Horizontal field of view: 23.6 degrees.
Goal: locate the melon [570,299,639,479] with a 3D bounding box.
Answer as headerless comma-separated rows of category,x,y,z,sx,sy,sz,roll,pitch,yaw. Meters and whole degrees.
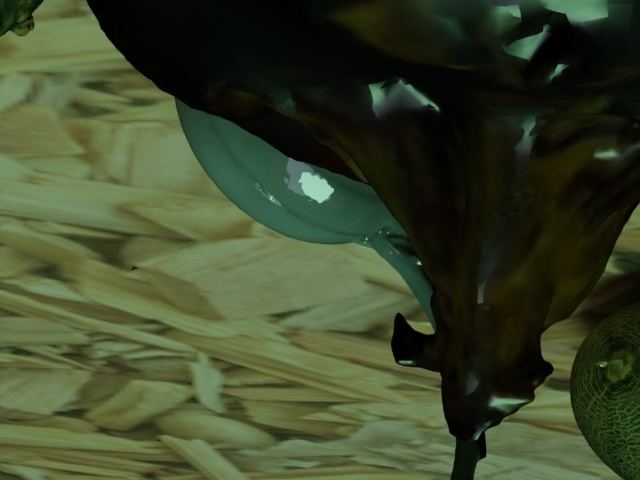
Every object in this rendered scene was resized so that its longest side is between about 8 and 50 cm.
melon,0.247,0.109,1.059,0.139,0.139,0.192,-22,144,35

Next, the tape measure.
tape measure,0.000,0.001,0.712,0.164,0.330,0.084,20,143,-23

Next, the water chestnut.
water chestnut,0.074,-0.106,0.528,0.335,0.346,0.335,0,159,0

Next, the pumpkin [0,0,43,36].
pumpkin,-0.180,-0.156,0.608,0.190,0.190,0.146,5,152,-3
